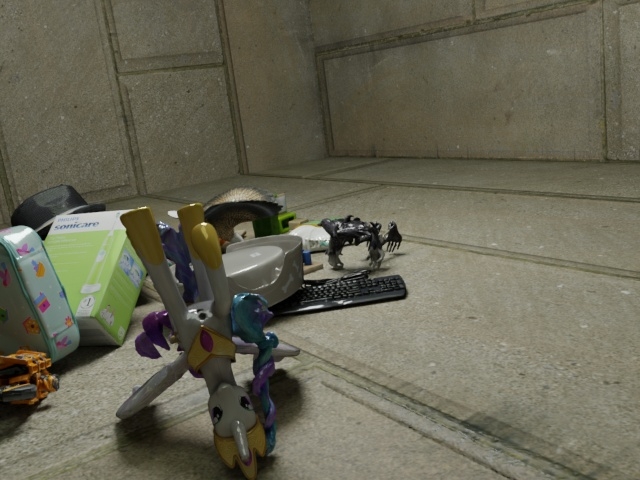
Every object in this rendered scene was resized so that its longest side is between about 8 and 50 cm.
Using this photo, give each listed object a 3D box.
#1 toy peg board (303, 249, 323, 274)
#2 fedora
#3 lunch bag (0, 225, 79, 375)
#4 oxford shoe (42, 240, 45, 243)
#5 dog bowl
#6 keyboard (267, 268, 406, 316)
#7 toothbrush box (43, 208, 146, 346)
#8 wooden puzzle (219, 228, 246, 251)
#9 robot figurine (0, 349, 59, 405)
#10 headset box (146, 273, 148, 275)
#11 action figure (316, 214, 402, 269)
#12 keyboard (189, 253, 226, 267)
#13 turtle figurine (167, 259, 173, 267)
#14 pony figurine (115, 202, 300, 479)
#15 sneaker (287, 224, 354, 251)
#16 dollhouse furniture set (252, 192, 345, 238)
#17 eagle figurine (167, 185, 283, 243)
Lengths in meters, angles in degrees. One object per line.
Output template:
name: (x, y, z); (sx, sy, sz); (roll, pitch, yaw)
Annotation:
toy peg board: (-0.105, 0.046, 1.718); (0.160, 0.079, 0.161); (-17, 17, -36)
fedora: (-0.875, -0.073, 2.107); (0.334, 0.153, 0.334); (-34, -2, -1)
lunch bag: (-0.599, 0.128, 1.226); (0.223, 0.279, 0.108); (-15, 10, 16)
oxford shoe: (-0.809, 0.066, 1.676); (0.449, 0.130, 0.169); (-20, 24, 12)
dog bowl: (-0.196, 0.087, 1.469); (0.348, 0.102, 0.349); (-14, 12, 3)
keyboard: (0.029, 0.111, 1.479); (0.317, 0.033, 0.201); (-8, 13, -4)
toothbrush box: (-0.502, 0.080, 1.404); (0.206, 0.122, 0.283); (-4, 52, 14)
wooden puzzle: (-0.380, 0.000, 2.138); (0.220, 0.044, 0.239); (-5, 13, 13)
robot figurine: (-0.589, 0.233, 1.085); (0.290, 0.085, 0.211); (-2, -3, -8)
headset box: (-0.548, 0.058, 1.668); (0.218, 0.110, 0.293); (-41, 24, -15)
action figure: (0.097, 0.006, 1.658); (0.164, 0.141, 0.275); (6, 3, 37)
keyboard: (-0.269, 0.050, 1.935); (0.256, 0.014, 0.072); (-16, 16, -32)
turtle figurine: (-0.484, 0.043, 1.884); (0.175, 0.118, 0.234); (-10, 19, -10)
pony figurine: (-0.177, 0.138, 0.940); (0.302, 0.364, 0.351); (-19, 0, -16)
sneaker: (0.000, 0.000, 1.882); (0.212, 0.080, 0.094); (-13, 26, -28)
dollhouse furniture set: (-0.052, -0.087, 2.091); (0.301, 0.151, 0.197); (3, 17, 37)
eagle figurine: (-0.272, -0.064, 1.922); (0.298, 0.226, 0.225); (-43, -30, 4)
